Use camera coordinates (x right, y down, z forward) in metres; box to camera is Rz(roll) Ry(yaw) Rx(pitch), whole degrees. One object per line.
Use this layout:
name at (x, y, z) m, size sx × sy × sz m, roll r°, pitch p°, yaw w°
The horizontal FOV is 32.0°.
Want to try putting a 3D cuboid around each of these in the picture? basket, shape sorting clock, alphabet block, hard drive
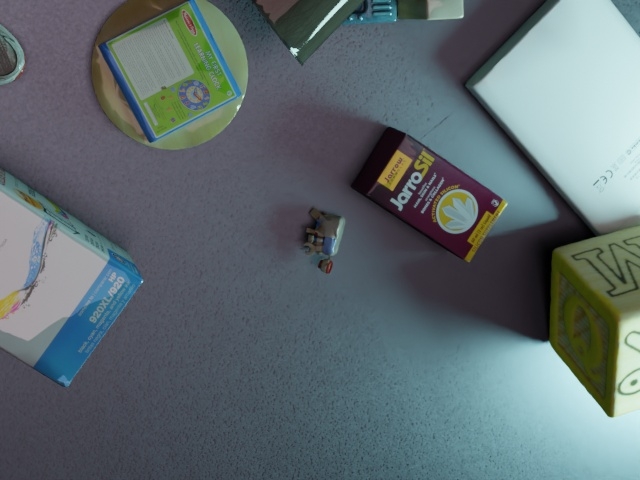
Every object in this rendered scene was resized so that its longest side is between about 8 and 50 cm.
basket at (0.008, -0.363, 1.352) m, size 0.227 × 0.154 × 0.204 m, roll -36°, pitch 84°, yaw 7°
shape sorting clock at (-0.196, -0.222, 1.460) m, size 0.206 × 0.040 × 0.206 m, roll -2°, pitch 99°, yaw -14°
alphabet block at (0.462, 0.108, 1.611) m, size 0.197 × 0.193 × 0.192 m, roll -14°, pitch 123°, yaw -12°
hard drive at (0.405, -0.182, 1.633) m, size 0.233 × 0.047 × 0.353 m, roll -46°, pitch 110°, yaw -2°

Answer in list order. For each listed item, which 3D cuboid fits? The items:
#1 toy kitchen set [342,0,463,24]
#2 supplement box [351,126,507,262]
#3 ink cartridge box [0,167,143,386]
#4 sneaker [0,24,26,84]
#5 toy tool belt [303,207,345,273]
toy kitchen set at (0.068, -0.369, 1.460) m, size 0.207 × 0.122 × 0.166 m, roll -6°, pitch 103°, yaw -14°
supplement box at (0.152, -0.065, 1.570) m, size 0.188 × 0.081 × 0.104 m, roll 32°, pitch 92°, yaw -19°
ink cartridge box at (-0.373, 0.035, 1.398) m, size 0.232 × 0.171 × 0.168 m, roll 36°, pitch 90°, yaw -20°
sneaker at (-0.466, -0.256, 1.351) m, size 0.225 × 0.093 × 0.088 m, roll 28°, pitch 93°, yaw -20°
toy tool belt at (0.000, 0.000, 1.564) m, size 0.051 × 0.052 × 0.083 m, roll 17°, pitch 94°, yaw 13°
